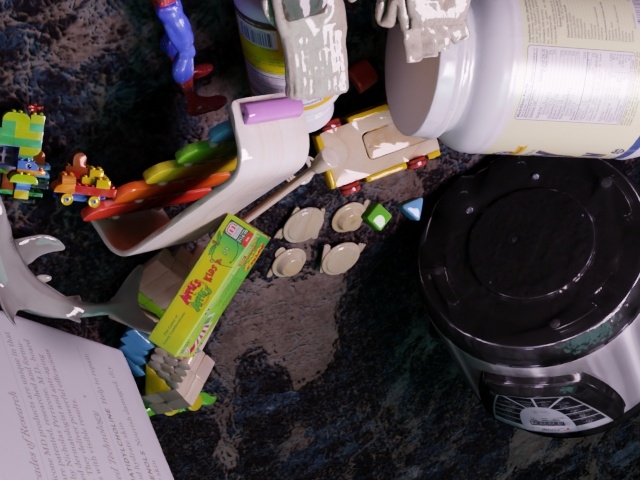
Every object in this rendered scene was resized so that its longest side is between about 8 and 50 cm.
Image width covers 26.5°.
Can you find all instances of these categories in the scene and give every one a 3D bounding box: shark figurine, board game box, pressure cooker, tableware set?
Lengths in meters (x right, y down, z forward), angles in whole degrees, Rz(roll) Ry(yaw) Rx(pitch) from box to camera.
[{"bbox_3d":[-0.344,0.069,1.661,0.166,0.116,0.278,-42,124,20],"label":"shark figurine"},{"bbox_3d":[-0.135,0.057,1.675,0.181,0.043,0.092,-57,170,0],"label":"board game box"},{"bbox_3d":[0.368,0.101,2.088,0.375,0.370,0.420,-37,145,-3],"label":"pressure cooker"},{"bbox_3d":[0.000,0.000,1.978,0.169,0.020,0.141,-6,134,-32],"label":"tableware set"}]

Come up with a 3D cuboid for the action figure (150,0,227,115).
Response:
[{"bbox_3d":[-0.134,-0.271,1.500,0.139,0.091,0.280,-26,145,-1],"label":"action figure"}]

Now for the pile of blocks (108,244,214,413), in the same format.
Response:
[{"bbox_3d":[-0.205,0.101,1.883,0.362,0.149,0.112,110,5,-51],"label":"pile of blocks"}]

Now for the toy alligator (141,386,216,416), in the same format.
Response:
[{"bbox_3d":[-0.243,0.235,2.034,0.190,0.056,0.051,-8,95,-31],"label":"toy alligator"}]

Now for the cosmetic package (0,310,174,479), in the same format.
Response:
[{"bbox_3d":[-0.438,0.310,1.705,0.329,0.327,0.394,-40,144,19],"label":"cosmetic package"}]

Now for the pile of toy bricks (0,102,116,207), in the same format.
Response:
[{"bbox_3d":[-0.339,-0.104,1.539,0.212,0.118,0.105,5,102,-22],"label":"pile of toy bricks"}]

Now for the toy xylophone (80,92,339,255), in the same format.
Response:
[{"bbox_3d":[-0.126,-0.071,1.642,0.323,0.081,0.236,-30,170,32],"label":"toy xylophone"}]

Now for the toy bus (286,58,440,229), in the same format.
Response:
[{"bbox_3d":[0.053,-0.125,1.805,0.202,0.104,0.191,27,83,-18],"label":"toy bus"}]

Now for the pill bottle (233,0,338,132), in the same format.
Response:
[{"bbox_3d":[-0.034,-0.227,1.604,0.117,0.117,0.215,-25,144,-13],"label":"pill bottle"}]

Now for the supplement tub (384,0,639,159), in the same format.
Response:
[{"bbox_3d":[0.265,-0.223,1.706,0.325,0.235,0.235,1,134,-16],"label":"supplement tub"}]

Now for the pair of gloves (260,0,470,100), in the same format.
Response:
[{"bbox_3d":[0.051,-0.273,1.488,0.240,0.042,0.204,-19,121,-10],"label":"pair of gloves"}]
